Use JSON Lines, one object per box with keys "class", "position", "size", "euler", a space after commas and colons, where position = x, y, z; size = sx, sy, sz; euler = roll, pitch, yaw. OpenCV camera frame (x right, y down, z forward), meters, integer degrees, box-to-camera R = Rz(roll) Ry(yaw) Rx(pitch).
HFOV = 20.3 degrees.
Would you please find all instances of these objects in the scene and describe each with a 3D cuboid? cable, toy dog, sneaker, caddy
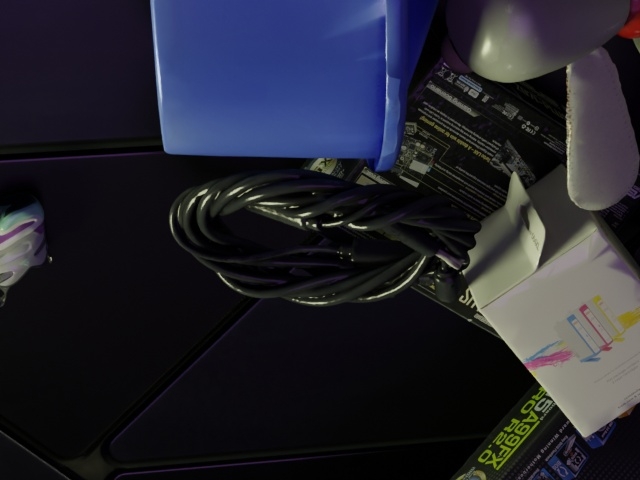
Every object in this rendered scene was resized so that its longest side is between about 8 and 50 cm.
{"class": "cable", "position": [0.000, 0.000, 1.063], "size": [0.184, 0.150, 0.047], "euler": [9, 72, 0]}
{"class": "toy dog", "position": [0.186, -0.125, 1.079], "size": [0.333, 0.220, 0.161], "euler": [17, 149, -30]}
{"class": "sneaker", "position": [-0.222, 0.014, 1.159], "size": [0.098, 0.038, 0.069], "euler": [-13, 118, -4]}
{"class": "caddy", "position": [-0.007, -0.200, 0.978], "size": [0.179, 0.241, 0.341], "euler": [-4, 118, -4]}

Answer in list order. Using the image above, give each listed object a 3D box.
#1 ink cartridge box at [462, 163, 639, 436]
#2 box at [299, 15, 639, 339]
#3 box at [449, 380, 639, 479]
{"class": "ink cartridge box", "position": [0.153, 0.031, 1.120], "size": [0.090, 0.092, 0.143], "euler": [-36, 117, 10]}
{"class": "box", "position": [0.099, -0.038, 1.172], "size": [0.180, 0.077, 0.147], "euler": [29, 109, -22]}
{"class": "box", "position": [0.189, 0.212, 1.213], "size": [0.270, 0.060, 0.216], "euler": [-47, 106, -10]}
